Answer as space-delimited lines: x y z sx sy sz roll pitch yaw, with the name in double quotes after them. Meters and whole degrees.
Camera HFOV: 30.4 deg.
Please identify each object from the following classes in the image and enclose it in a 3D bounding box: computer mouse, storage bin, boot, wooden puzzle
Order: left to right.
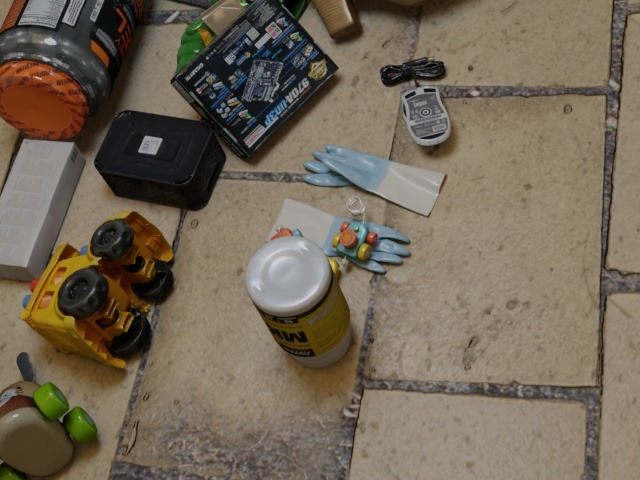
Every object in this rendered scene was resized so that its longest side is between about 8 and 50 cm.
-0.260 -0.131 1.915 0.180 0.084 0.122 11 64 19 "storage bin"
-0.154 -0.366 1.958 0.116 0.014 0.078 -33 72 -7 "wooden puzzle"
0.101 -0.486 1.963 0.295 0.104 0.211 -21 84 12 "boot"
0.161 -0.213 1.878 0.106 0.042 0.193 -11 53 3 "computer mouse"

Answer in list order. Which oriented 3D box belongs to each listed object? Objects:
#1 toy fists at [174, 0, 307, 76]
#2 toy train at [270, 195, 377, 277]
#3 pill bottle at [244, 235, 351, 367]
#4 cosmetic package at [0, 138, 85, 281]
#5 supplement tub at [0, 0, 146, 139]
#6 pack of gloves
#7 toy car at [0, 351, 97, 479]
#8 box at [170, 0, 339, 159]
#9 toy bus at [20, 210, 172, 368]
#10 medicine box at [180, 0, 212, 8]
-0.147 -0.364 2.013 0.142 0.096 0.279 22 70 25 "toy fists"
0.000 0.000 1.774 0.166 0.046 0.125 -28 67 10 "toy train"
-0.024 0.093 1.648 0.119 0.208 0.119 -7 59 11 "pill bottle"
-0.475 -0.051 1.938 0.099 0.060 0.239 7 63 16 "cosmetic package"
-0.428 -0.350 1.996 0.207 0.207 0.338 3 56 17 "supplement tub"
0.051 -0.060 1.814 0.232 0.046 0.195 16 65 22 "pack of gloves"
-0.443 0.245 1.722 0.155 0.149 0.188 -37 47 -2 "toy car"
-0.106 -0.270 1.913 0.175 0.051 0.220 46 77 -12 "box"
-0.358 0.069 1.805 0.211 0.149 0.220 3 58 35 "toy bus"
-0.298 -0.569 2.055 0.263 0.289 0.149 18 67 23 "medicine box"
